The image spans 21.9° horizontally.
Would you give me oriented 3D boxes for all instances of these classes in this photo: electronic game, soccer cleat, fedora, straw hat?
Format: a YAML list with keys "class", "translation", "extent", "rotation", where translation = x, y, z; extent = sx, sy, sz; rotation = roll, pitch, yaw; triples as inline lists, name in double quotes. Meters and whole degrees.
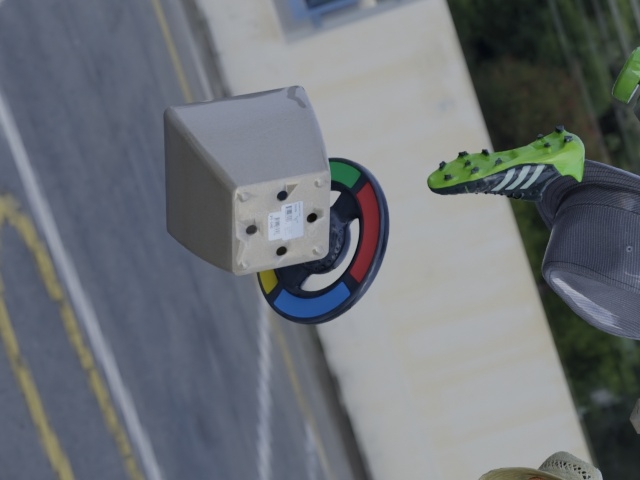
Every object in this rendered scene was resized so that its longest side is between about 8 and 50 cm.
- class: "electronic game"
  translation: [0.000, 0.000, 2.199]
  extent: [0.048, 0.229, 0.229]
  rotation: [21, 45, -45]
- class: "soccer cleat"
  translation: [0.208, -0.070, 1.832]
  extent: [0.060, 0.179, 0.072]
  rotation: [-107, -178, -58]
- class: "fedora"
  translation: [0.366, 0.030, 2.003]
  extent: [0.124, 0.275, 0.244]
  rotation: [-62, -178, -26]
- class: "straw hat"
  translation: [0.194, 0.203, 1.314]
  extent: [0.061, 0.144, 0.144]
  rotation: [-58, 142, -34]

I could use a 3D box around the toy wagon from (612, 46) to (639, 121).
- class: "toy wagon"
  translation: [0.415, -0.109, 1.607]
  extent: [0.344, 0.267, 0.068]
  rotation: [-50, 165, -47]

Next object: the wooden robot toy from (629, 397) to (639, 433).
- class: "wooden robot toy"
  translation: [0.392, 0.135, 1.730]
  extent: [0.173, 0.079, 0.076]
  rotation: [-43, 125, -38]

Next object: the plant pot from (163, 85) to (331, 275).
- class: "plant pot"
  translation: [-0.045, -0.035, 1.182]
  extent: [0.096, 0.109, 0.109]
  rotation: [-126, -148, -51]
